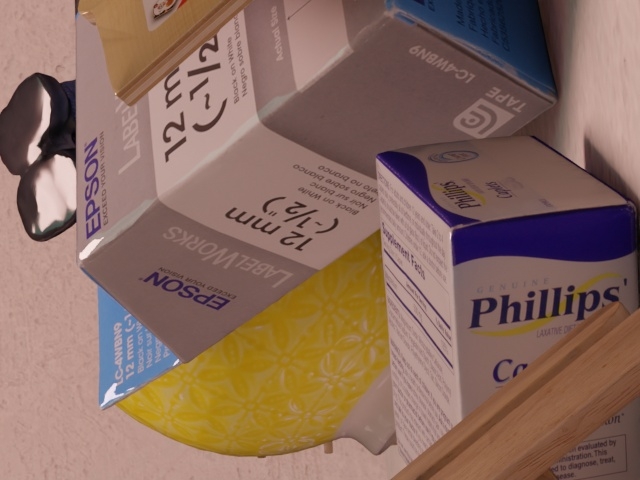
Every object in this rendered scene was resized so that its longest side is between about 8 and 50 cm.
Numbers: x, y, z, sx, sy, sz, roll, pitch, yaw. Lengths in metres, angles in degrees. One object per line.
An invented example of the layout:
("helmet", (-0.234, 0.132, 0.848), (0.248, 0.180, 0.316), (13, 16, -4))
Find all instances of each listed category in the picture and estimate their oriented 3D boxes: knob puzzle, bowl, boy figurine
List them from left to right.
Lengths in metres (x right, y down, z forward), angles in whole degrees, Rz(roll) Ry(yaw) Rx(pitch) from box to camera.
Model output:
("boy figurine", (-0.075, -0.079, 1.209), (0.092, 0.285, 0.177), (-37, 72, 46))
("knob puzzle", (-0.032, -0.159, 0.804), (0.030, 0.213, 0.213), (40, -152, -32))
("bowl", (0.016, 0.041, 1.120), (0.156, 0.289, 0.289), (42, 170, 10))

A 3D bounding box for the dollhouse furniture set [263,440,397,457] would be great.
("dollhouse furniture set", (0.016, 0.142, 1.903), (0.129, 0.183, 0.129), (86, 179, -60))

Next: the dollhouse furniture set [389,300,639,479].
("dollhouse furniture set", (0.110, 0.106, 0.567), (0.151, 0.123, 0.144), (50, -178, -3))

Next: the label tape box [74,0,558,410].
("label tape box", (-0.053, -0.099, 0.924), (0.347, 0.115, 0.249), (-34, 47, 35))

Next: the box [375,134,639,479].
("box", (0.072, 0.039, 0.695), (0.126, 0.072, 0.137), (-127, 30, -71))
